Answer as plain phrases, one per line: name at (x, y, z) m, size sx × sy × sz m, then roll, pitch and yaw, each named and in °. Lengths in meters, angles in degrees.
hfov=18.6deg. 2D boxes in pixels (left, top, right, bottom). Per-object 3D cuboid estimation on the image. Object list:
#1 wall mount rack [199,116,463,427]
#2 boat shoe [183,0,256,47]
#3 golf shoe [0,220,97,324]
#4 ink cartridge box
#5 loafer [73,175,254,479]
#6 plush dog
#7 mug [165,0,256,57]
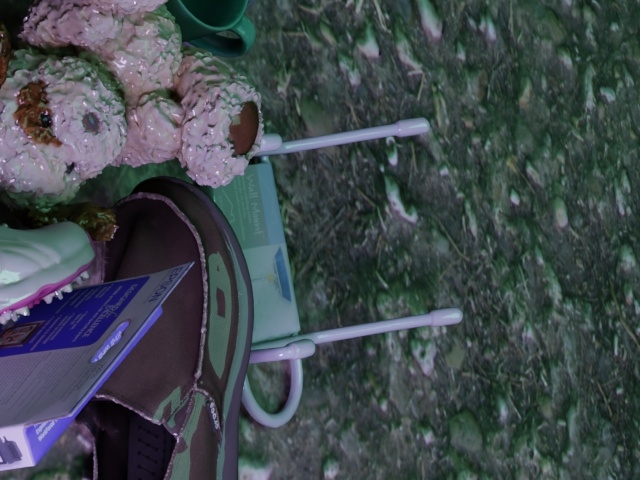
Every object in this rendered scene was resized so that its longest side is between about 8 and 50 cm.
wall mount rack at (0.000, 0.000, 1.936) m, size 0.304 × 0.130 × 0.350 m, roll -10°, pitch 91°, yaw -57°
boat shoe at (-0.101, -0.235, 1.928) m, size 0.040 × 0.049 × 0.142 m, roll 41°, pitch 46°, yaw 5°
golf shoe at (-0.296, 0.015, 1.488) m, size 0.306 × 0.115 × 0.140 m, roll -23°, pitch 92°, yaw -50°
ink cartridge box at (-0.213, 0.103, 1.515) m, size 0.045 × 0.208 × 0.206 m, roll 62°, pitch 38°, yaw -21°
loafer at (-0.141, 0.121, 1.686) m, size 0.130 × 0.134 × 0.366 m, roll 9°, pitch 74°, yaw -56°
plush dog at (-0.209, -0.125, 1.640) m, size 0.225 × 0.210 × 0.262 m, roll -45°, pitch 125°, yaw -29°
mug at (-0.139, -0.234, 1.811) m, size 0.129 × 0.097 × 0.158 m, roll -26°, pitch 102°, yaw -54°
